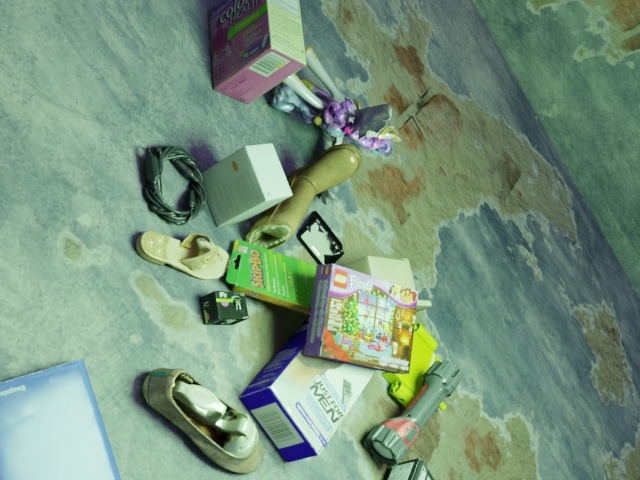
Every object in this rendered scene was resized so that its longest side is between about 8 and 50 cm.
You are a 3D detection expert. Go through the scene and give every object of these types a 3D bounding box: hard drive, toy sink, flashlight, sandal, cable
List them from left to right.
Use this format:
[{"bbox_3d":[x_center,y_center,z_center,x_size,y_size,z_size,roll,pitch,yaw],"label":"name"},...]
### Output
[{"bbox_3d":[-0.430,0.369,1.184,0.210,0.040,0.318,-12,81,-51],"label":"hard drive"},{"bbox_3d":[-0.309,-0.115,1.582,0.151,0.047,0.184,7,63,-52],"label":"cable"},{"bbox_3d":[-0.259,0.022,1.531,0.240,0.079,0.088,16,60,-44],"label":"sandal"},{"bbox_3d":[0.149,0.123,1.886,0.234,0.153,0.131,8,64,-45],"label":"toy sink"},{"bbox_3d":[0.229,0.416,1.813,0.103,0.103,0.304,35,52,15],"label":"flashlight"}]

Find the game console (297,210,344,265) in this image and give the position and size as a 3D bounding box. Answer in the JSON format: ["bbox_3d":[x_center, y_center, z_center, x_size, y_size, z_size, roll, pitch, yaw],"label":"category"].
[{"bbox_3d":[0.000,0.000,1.892,0.107,0.071,0.122,-44,107,-19],"label":"game console"}]

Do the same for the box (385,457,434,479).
[{"bbox_3d":[0.213,0.735,1.635,0.318,0.097,0.395,58,32,-12],"label":"box"}]

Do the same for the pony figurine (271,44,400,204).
[{"bbox_3d":[0.048,-0.316,1.944,0.364,0.303,0.351,38,35,-9],"label":"pony figurine"}]

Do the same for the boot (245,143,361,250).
[{"bbox_3d":[-0.032,-0.099,1.735,0.089,0.236,0.269,50,37,-16],"label":"boot"}]

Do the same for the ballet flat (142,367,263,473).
[{"bbox_3d":[-0.199,0.347,1.407,0.316,0.106,0.107,42,44,-27],"label":"ballet flat"}]

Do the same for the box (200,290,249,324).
[{"bbox_3d":[-0.202,0.142,1.555,0.083,0.052,0.062,7,65,-48],"label":"box"}]

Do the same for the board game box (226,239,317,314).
[{"bbox_3d":[-0.083,0.089,1.662,0.260,0.039,0.124,21,49,-15],"label":"board game box"}]

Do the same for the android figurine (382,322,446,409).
[{"bbox_3d":[0.253,0.343,1.967,0.273,0.056,0.248,47,42,-19],"label":"android figurine"}]

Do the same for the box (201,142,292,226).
[{"bbox_3d":[-0.168,-0.122,1.637,0.091,0.171,0.130,-16,84,-51],"label":"box"}]

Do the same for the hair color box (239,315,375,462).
[{"bbox_3d":[-0.010,0.305,1.646,0.185,0.110,0.339,56,38,-10],"label":"hair color box"}]

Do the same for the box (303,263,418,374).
[{"bbox_3d":[0.099,0.182,1.661,0.293,0.057,0.200,19,73,-41],"label":"box"}]

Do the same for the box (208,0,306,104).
[{"bbox_3d":[-0.159,-0.499,1.810,0.117,0.214,0.242,17,59,-44],"label":"box"}]
